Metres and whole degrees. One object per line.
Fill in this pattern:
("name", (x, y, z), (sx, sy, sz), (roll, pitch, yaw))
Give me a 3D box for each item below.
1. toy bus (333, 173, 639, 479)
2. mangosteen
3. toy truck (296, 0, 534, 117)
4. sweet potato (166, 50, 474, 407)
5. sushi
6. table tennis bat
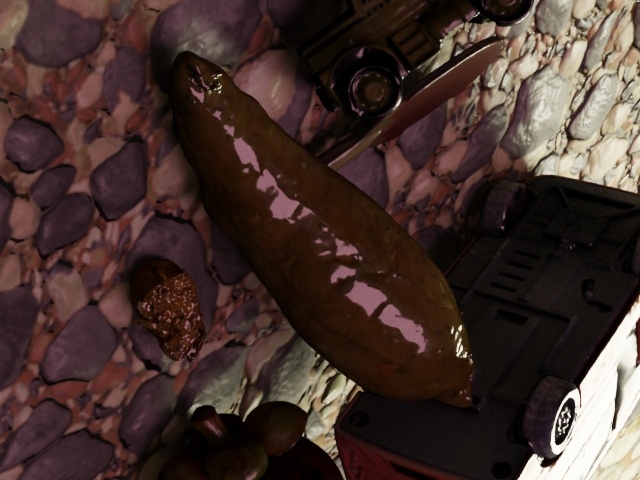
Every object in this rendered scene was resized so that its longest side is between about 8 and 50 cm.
("toy bus", (0.206, 0.130, 1.446), (0.427, 0.203, 0.233), (-48, 142, -37))
("mangosteen", (-0.067, 0.236, 1.343), (0.200, 0.200, 0.199), (-29, 137, -31))
("toy truck", (0.090, -0.204, 1.171), (0.257, 0.127, 0.127), (-40, 102, 4))
("sweet potato", (-0.004, -0.003, 1.201), (0.130, 0.130, 0.422), (-46, 119, -12))
("sushi", (-0.123, 0.057, 1.212), (0.061, 0.060, 0.118), (-43, 142, -7))
("table tennis bat", (0.067, -0.108, 1.287), (0.234, 0.022, 0.131), (-34, 172, -15))
